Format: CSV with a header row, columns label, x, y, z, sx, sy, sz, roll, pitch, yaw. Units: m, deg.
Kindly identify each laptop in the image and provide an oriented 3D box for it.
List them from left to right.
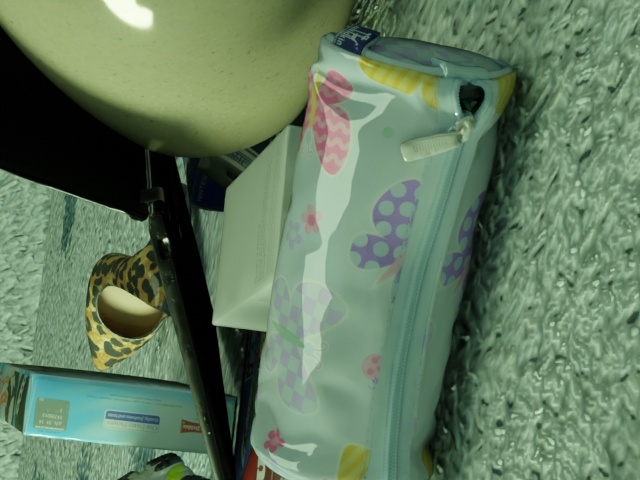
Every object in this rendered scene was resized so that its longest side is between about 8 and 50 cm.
label,x,y,z,sx,sy,sz,roll,pitch,yaw
laptop,-0.233,-0.012,1.607,0.382,0.236,0.408,-104,2,-68

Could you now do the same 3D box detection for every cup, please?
label,x,y,z,sx,sy,sz,roll,pitch,yaw
cup,-0.103,-0.206,1.489,0.331,0.331,0.237,-97,-4,-46

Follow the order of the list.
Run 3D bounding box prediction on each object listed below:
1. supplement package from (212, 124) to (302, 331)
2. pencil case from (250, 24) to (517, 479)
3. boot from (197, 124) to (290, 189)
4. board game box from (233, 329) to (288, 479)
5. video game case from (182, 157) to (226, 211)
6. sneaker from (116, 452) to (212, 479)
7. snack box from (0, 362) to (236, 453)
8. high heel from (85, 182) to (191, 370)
label,x,y,z,sx,sy,sz,roll,pitch,yaw
supplement package,0.000,0.000,1.293,0.179,0.105,0.105,144,132,-70
pencil case,0.037,0.013,1.131,0.124,0.113,0.273,27,111,44
boot,-0.055,-0.086,1.670,0.086,0.069,0.190,-57,4,-8
board game box,-0.034,0.088,1.542,0.145,0.027,0.281,159,118,-73
video game case,-0.082,-0.203,1.816,0.244,0.061,0.269,-103,24,-56
sneaker,-0.114,0.260,1.647,0.110,0.107,0.275,58,178,-11
snack box,-0.206,0.158,1.852,0.322,0.187,0.060,174,104,-76
high heel,-0.199,0.084,2.044,0.186,0.093,0.261,-91,24,-53
